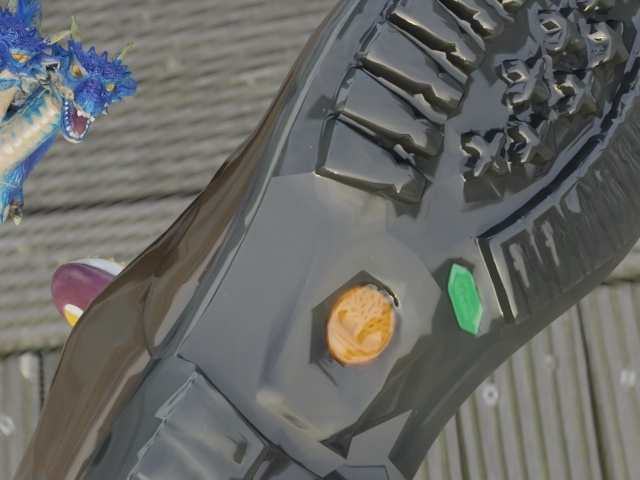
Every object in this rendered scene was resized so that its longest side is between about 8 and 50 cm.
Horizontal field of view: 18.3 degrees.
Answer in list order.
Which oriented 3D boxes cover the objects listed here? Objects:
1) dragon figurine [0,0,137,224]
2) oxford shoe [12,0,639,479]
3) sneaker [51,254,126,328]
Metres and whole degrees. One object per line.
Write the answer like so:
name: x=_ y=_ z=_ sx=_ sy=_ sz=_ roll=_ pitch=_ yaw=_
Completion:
dragon figurine: x=-0.150 y=-0.078 z=1.026 sx=0.085 sy=0.289 sz=0.144 roll=40 pitch=103 yaw=-10
oxford shoe: x=0.000 y=0.000 z=0.412 sx=0.083 sy=0.096 sz=0.227 roll=47 pitch=68 yaw=-23
sneaker: x=-0.086 y=0.082 z=1.014 sx=0.185 sy=0.069 sz=0.084 roll=36 pitch=68 yaw=23
